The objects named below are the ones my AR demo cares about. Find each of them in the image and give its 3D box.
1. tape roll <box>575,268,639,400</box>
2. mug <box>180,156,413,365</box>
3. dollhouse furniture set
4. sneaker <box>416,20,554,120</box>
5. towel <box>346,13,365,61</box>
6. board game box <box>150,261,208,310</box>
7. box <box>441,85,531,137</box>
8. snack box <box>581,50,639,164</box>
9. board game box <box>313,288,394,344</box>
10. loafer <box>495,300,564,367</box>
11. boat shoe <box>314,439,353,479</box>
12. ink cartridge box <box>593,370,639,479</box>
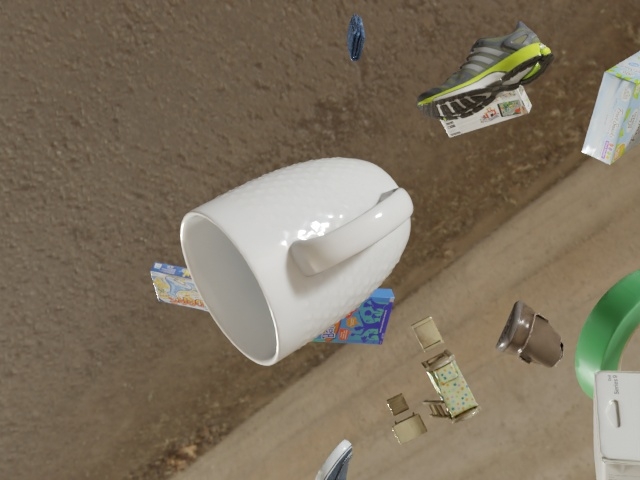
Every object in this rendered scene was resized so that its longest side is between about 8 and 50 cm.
[{"bbox_3d":[0.668,0.210,1.433,0.321,0.077,0.321,-8,114,-19],"label":"tape roll"},{"bbox_3d":[0.000,0.000,1.147,0.328,0.276,0.374,-30,-174,-28],"label":"mug"},{"bbox_3d":[0.176,0.257,1.300,0.160,0.182,0.101,-28,176,1],"label":"dollhouse furniture set"},{"bbox_3d":[0.344,-0.363,1.545,0.299,0.121,0.111,-24,153,13],"label":"sneaker"},{"bbox_3d":[0.075,-0.442,1.550,0.029,0.119,0.067,7,126,-7],"label":"towel"},{"bbox_3d":[-0.344,0.130,1.901,0.201,0.035,0.136,10,140,9],"label":"board game box"},{"bbox_3d":[0.372,-0.321,1.660,0.207,0.036,0.114,-13,123,38],"label":"box"},{"bbox_3d":[0.602,-0.266,1.365,0.207,0.070,0.175,-31,139,-32],"label":"snack box"},{"bbox_3d":[0.078,0.200,1.905,0.210,0.047,0.160,4,120,-11],"label":"board game box"},{"bbox_3d":[0.528,0.236,1.727,0.366,0.130,0.134,20,93,-62],"label":"loafer"},{"bbox_3d":[0.028,0.423,1.175,0.065,0.083,0.183,-5,122,-65],"label":"boat shoe"},{"bbox_3d":[0.443,0.312,1.019,0.093,0.154,0.212,-4,129,20],"label":"ink cartridge box"}]
